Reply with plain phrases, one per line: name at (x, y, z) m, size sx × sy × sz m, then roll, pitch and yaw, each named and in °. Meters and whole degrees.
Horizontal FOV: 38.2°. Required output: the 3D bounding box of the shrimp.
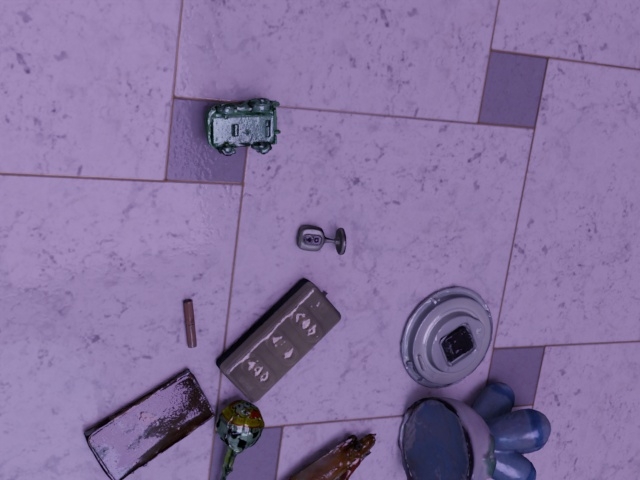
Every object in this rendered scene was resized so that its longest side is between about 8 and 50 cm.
shrimp at (0.012, 0.511, 1.952) m, size 0.294 × 0.062 × 0.154 m, roll -39°, pitch 131°, yaw -8°

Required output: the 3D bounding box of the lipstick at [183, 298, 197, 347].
lipstick at (-0.244, 0.156, 1.732) m, size 0.019 × 0.019 × 0.094 m, roll -11°, pitch 110°, yaw -23°

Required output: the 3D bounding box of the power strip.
power strip at (-0.076, 0.190, 1.798) m, size 0.256 × 0.070 × 0.105 m, roll -45°, pitch 120°, yaw -9°

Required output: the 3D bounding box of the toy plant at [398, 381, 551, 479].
toy plant at (0.368, 0.440, 2.026) m, size 0.332 × 0.247 × 0.247 m, roll -1°, pitch 106°, yaw -33°

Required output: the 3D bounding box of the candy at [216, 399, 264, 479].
candy at (-0.193, 0.453, 1.829) m, size 0.091 × 0.083 × 0.306 m, roll 12°, pitch 108°, yaw -31°

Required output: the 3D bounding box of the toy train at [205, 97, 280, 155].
toy train at (-0.133, -0.207, 1.645) m, size 0.149 × 0.081 × 0.099 m, roll -8°, pitch 109°, yaw -18°

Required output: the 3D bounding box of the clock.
clock at (0.284, 0.218, 1.996) m, size 0.236 × 0.053 × 0.237 m, roll -7°, pitch 108°, yaw -23°

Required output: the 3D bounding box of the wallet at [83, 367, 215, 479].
wallet at (-0.321, 0.349, 1.749) m, size 0.232 × 0.031 × 0.122 m, roll -32°, pitch 113°, yaw -17°

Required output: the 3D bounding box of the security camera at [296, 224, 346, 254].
security camera at (0.000, 0.000, 1.791) m, size 0.092 × 0.058 × 0.058 m, roll 0°, pitch 106°, yaw -18°
